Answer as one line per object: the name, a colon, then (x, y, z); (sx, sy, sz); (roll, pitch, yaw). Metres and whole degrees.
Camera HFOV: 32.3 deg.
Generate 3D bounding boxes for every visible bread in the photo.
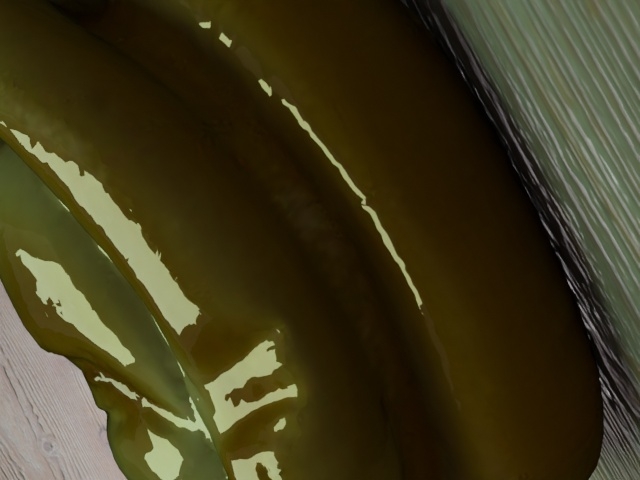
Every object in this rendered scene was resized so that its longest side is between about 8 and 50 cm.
bread: (-0.037, 0.012, 0.630); (0.424, 0.245, 0.329); (57, 174, -4)
